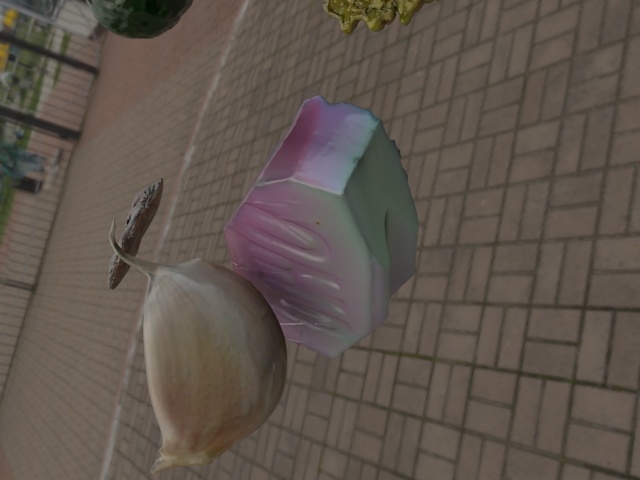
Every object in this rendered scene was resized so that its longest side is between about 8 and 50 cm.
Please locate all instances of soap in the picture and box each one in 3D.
[{"bbox_3d":[0.000,0.000,0.766,0.109,0.193,0.323,-58,-20,-31],"label":"soap"}]

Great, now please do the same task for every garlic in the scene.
[{"bbox_3d":[-0.115,0.091,0.751,0.129,0.148,0.266,-16,91,36],"label":"garlic"}]

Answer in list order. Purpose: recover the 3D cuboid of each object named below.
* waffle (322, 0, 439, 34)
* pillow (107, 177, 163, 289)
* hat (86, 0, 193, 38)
[{"bbox_3d":[0.089,-0.373,0.852,0.254,0.052,0.245,-27,70,20],"label":"waffle"},{"bbox_3d":[-0.372,-0.023,1.446,0.248,0.049,0.135,-81,18,-53],"label":"pillow"},{"bbox_3d":[-0.141,-0.410,0.748,0.400,0.286,0.285,-41,40,53],"label":"hat"}]
